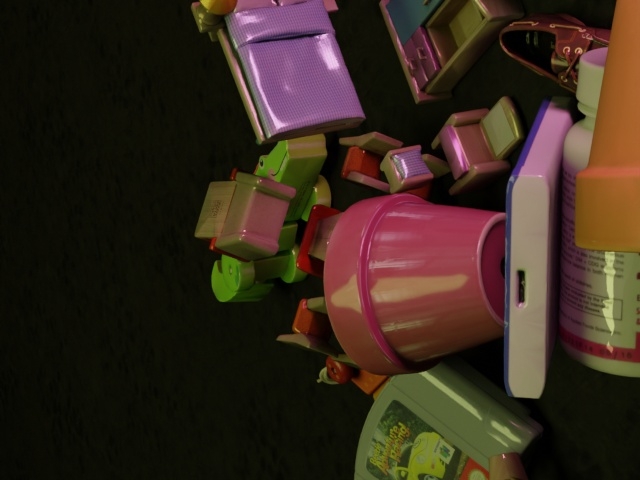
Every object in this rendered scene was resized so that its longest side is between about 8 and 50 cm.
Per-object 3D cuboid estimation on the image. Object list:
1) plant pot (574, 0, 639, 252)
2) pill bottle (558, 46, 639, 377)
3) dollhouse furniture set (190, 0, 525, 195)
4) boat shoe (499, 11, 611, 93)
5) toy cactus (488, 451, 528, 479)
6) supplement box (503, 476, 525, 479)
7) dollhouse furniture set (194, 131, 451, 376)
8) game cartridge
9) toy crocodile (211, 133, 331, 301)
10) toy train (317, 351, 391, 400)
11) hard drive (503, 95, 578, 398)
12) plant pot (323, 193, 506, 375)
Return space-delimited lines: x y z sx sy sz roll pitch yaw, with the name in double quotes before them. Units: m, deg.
"plant pot" 0.342 -0.103 1.379 0.291 0.291 0.203 3 97 63
"pill bottle" 0.302 -0.030 1.612 0.160 0.160 0.283 28 124 57
"dollhouse furniture set" 0.047 -0.197 1.896 0.198 0.303 0.286 -50 55 58
"boat shoe" 0.259 -0.179 1.745 0.207 0.073 0.073 30 124 55
"toy cactus" 0.226 0.321 1.908 0.219 0.112 0.180 40 -141 -72
"supplement box" 0.250 0.441 1.703 0.194 0.195 0.356 19 91 60
"dollhouse furniture set" 0.000 0.000 2.047 0.135 0.259 0.262 0 72 64
"game cartridge" 0.139 0.262 2.076 0.196 0.060 0.294 39 137 23
"toy crocodile" -0.070 -0.028 2.392 0.105 0.115 0.340 61 148 33
"toy train" 0.081 0.188 2.206 0.143 0.105 0.248 58 148 12
"hard drive" 0.217 -0.004 1.701 0.319 0.040 0.210 -54 -35 -69
"plant pot" 0.132 0.043 1.898 0.180 0.201 0.201 -8 93 39
